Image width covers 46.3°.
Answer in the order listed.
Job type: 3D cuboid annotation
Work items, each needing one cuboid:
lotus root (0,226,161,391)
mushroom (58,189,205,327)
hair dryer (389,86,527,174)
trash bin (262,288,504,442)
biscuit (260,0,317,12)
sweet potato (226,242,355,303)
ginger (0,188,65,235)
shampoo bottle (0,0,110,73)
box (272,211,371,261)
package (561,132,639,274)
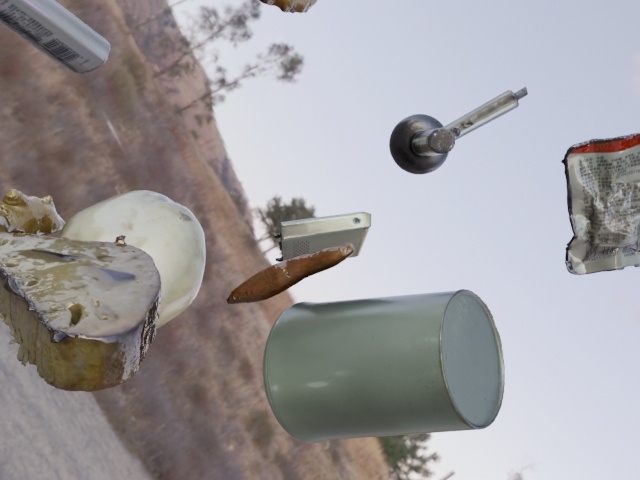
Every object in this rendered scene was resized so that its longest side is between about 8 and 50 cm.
[{"bbox_3d":[-0.255,0.055,0.784,0.261,0.170,0.074,40,-47,47],"label":"lotus root"},{"bbox_3d":[-0.370,0.078,1.512,0.314,0.314,0.336,52,-18,32],"label":"mushroom"},{"bbox_3d":[0.342,-0.255,1.803,0.320,0.284,0.155,-162,-122,-79],"label":"hair dryer"},{"bbox_3d":[0.098,0.238,1.414,0.432,0.280,0.280,-12,-69,36],"label":"trash bin"},{"bbox_3d":[-0.136,-0.649,1.703,0.325,0.326,0.107,55,-52,22],"label":"biscuit"},{"bbox_3d":[-0.059,0.061,1.394,0.057,0.264,0.057,62,8,-16],"label":"sweet potato"},{"bbox_3d":[-0.599,0.003,1.335,0.122,0.348,0.363,18,-32,3],"label":"ginger"},{"bbox_3d":[-0.384,-0.299,0.977,0.227,0.086,0.056,34,59,-54],"label":"shampoo bottle"},{"bbox_3d":[0.000,0.000,1.639,0.270,0.211,0.045,93,-11,-76],"label":"box"},{"bbox_3d":[0.448,-0.052,1.129,0.040,0.166,0.232,-97,176,-63],"label":"package"}]
